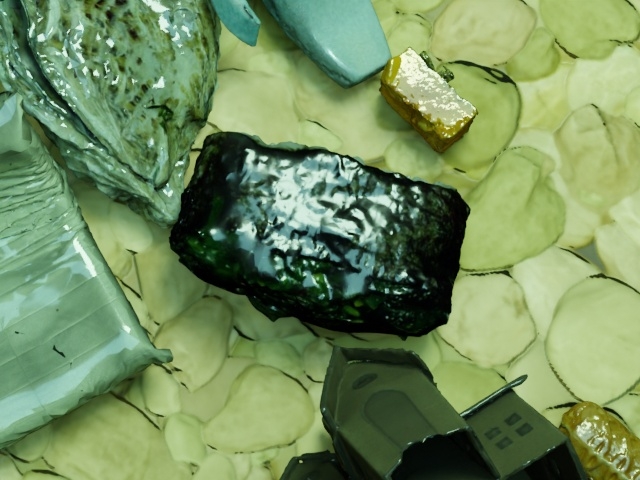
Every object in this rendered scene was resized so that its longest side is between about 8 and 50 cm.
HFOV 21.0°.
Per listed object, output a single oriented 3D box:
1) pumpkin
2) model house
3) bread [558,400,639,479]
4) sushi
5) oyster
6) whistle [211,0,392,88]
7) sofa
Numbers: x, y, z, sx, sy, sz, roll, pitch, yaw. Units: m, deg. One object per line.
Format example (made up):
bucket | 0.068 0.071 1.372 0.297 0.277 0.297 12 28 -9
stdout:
pumpkin | 0.087 -0.115 1.382 0.083 0.074 0.054 42 85 2
model house | 0.058 0.164 1.243 0.211 0.243 0.204 -29 117 -10
bread | 0.249 0.189 1.353 0.157 0.044 0.052 42 87 5
sushi | 0.000 0.000 1.328 0.225 0.124 0.127 16 77 -7
oyster | -0.172 -0.154 1.368 0.198 0.112 0.267 14 71 -22
whistle | -0.036 -0.244 1.390 0.186 0.093 0.274 -32 86 -34
sofa | -0.253 0.036 1.287 0.210 0.176 0.225 -27 83 -7
